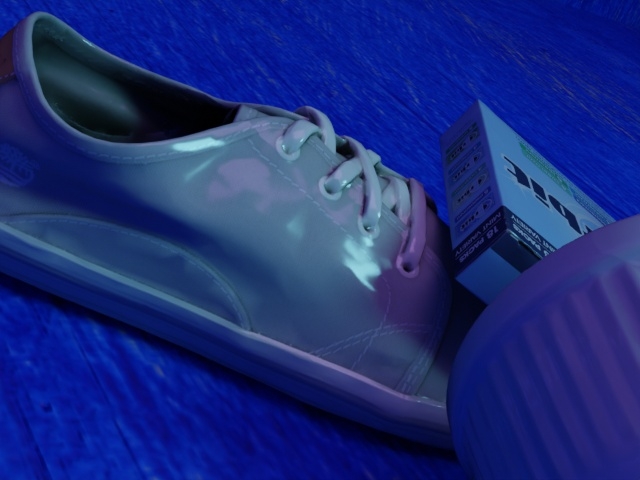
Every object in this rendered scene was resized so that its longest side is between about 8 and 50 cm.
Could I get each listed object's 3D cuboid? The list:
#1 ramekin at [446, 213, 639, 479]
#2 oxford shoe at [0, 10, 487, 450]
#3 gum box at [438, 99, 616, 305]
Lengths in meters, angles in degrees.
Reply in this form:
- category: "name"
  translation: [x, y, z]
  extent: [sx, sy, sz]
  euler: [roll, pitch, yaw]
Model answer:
- category: "ramekin"
  translation: [0.166, 0.096, 0.425]
  extent: [0.207, 0.207, 0.109]
  euler: [16, 36, -18]
- category: "oxford shoe"
  translation: [0.000, 0.000, 0.545]
  extent: [0.449, 0.130, 0.169]
  euler: [22, 21, -11]
- category: "gum box"
  translation: [0.141, 0.010, 0.563]
  extent: [0.157, 0.041, 0.184]
  euler: [38, 23, -16]
